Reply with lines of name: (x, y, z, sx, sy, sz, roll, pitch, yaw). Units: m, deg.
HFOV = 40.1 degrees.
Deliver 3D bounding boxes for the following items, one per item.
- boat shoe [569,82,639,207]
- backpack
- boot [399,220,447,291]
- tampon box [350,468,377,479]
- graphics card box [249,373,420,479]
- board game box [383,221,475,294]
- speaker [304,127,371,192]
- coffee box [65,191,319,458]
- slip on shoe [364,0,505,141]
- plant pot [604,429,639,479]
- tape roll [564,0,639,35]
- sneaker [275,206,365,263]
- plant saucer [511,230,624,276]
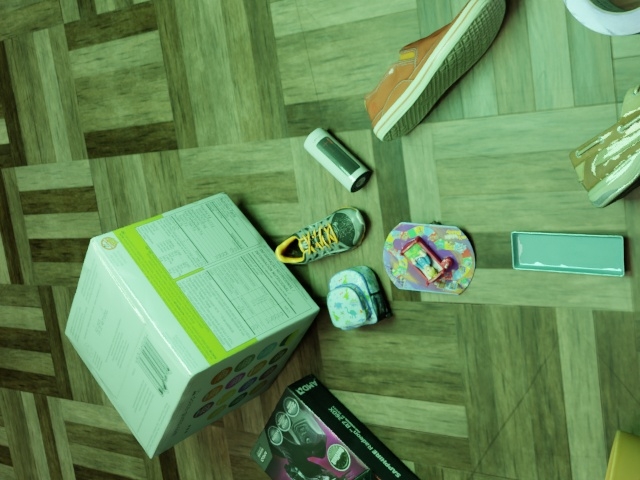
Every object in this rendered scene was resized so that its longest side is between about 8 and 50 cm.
boat shoe: (0.484, -0.180, 1.259, 0.324, 0.123, 0.116, -46, 71, 36)
backpack: (0.066, 0.111, 1.701, 0.105, 0.084, 0.114, -17, 89, 38)
boot: (0.195, 0.029, 1.608, 0.114, 0.037, 0.106, -28, 87, 36)
tampon box: (0.052, 0.542, 1.699, 0.161, 0.101, 0.120, -45, 73, 37)
graphics card box: (0.037, 0.486, 1.824, 0.371, 0.094, 0.232, 43, 125, 23)
board game box: (0.191, 0.038, 1.576, 0.169, 0.033, 0.133, 5, 113, 18)
speaker: (0.031, -0.154, 1.674, 0.136, 0.055, 0.055, 45, 126, 21)
coffee box: (-0.269, 0.166, 1.798, 0.338, 0.334, 0.337, 50, 138, 18)
slip on shoe: (0.180, -0.302, 1.477, 0.331, 0.123, 0.101, -47, 68, 42)
plant pot: (0.521, 0.453, 1.322, 0.204, 0.291, 0.290, 11, 110, 19)
tape roll: (0.445, -0.390, 1.257, 0.189, 0.080, 0.188, 11, 109, 36)
sneaker: (0.000, 0.000, 1.724, 0.215, 0.083, 0.084, -29, 82, 39)
plant saucer: (0.406, 0.020, 1.443, 0.192, 0.018, 0.067, 4, 105, 39)
